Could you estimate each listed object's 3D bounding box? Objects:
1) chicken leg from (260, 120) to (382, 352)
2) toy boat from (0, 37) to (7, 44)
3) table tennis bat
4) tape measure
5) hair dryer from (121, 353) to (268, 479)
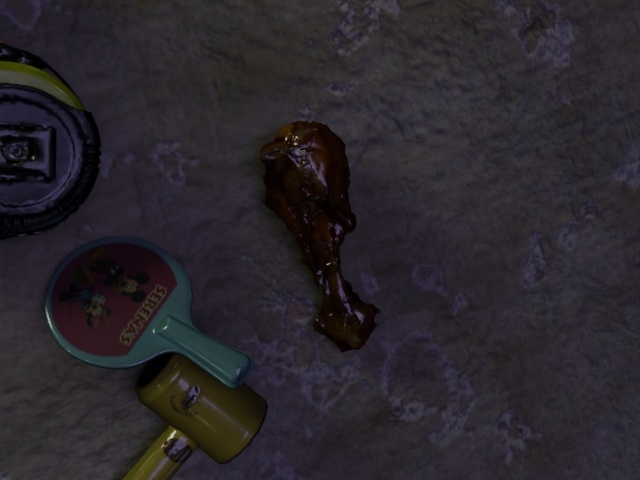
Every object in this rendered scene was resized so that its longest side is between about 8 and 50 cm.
[{"bbox_3d":[0.000,0.000,0.898,0.113,0.093,0.304,-15,106,-7],"label":"chicken leg"},{"bbox_3d":[-0.401,-0.255,0.713,0.200,0.057,0.077,35,72,-21],"label":"toy boat"},{"bbox_3d":[-0.183,0.087,0.777,0.244,0.040,0.153,29,62,8],"label":"table tennis bat"},{"bbox_3d":[-0.315,-0.097,0.714,0.186,0.112,0.199,-6,105,-34],"label":"tape measure"},{"bbox_3d":[-0.198,0.253,0.809,0.135,0.090,0.278,43,80,-20],"label":"hair dryer"}]
